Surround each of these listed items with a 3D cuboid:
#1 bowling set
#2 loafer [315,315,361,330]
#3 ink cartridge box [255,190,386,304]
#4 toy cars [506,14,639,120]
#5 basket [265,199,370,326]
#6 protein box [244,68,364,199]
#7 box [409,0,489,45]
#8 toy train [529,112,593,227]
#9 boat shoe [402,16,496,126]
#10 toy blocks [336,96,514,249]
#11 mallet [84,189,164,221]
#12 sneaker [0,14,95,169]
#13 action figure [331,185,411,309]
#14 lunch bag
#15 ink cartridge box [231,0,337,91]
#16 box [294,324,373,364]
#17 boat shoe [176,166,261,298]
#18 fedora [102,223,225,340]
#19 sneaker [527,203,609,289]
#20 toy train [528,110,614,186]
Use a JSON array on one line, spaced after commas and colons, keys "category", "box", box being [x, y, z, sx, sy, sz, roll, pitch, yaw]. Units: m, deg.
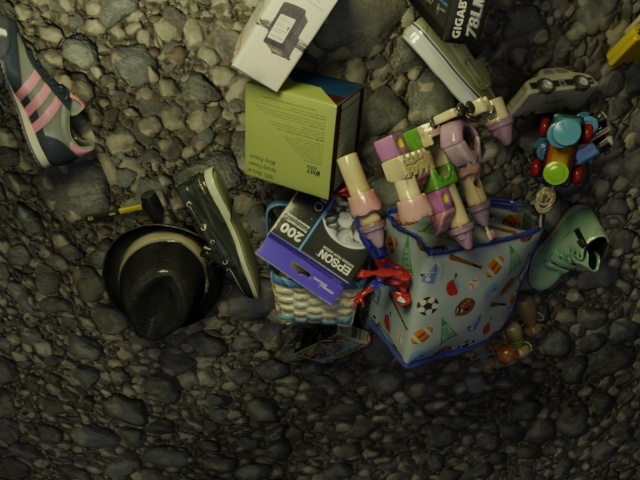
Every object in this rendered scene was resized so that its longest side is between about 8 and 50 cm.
[{"category": "bowling set", "box": [0.460, 0.282, 1.657, 0.287, 0.199, 0.154, -19, 126, 14]}, {"category": "loafer", "box": [0.008, 0.201, 1.644, 0.220, 0.080, 0.078, 35, 117, -24]}, {"category": "ink cartridge box", "box": [0.000, 0.000, 1.364, 0.206, 0.045, 0.208, 34, 84, -2]}, {"category": "toy cars", "box": [0.561, -0.361, 1.285, 0.394, 0.087, 0.176, -26, 158, 16]}, {"category": "basket", "box": [-0.008, 0.048, 1.468, 0.255, 0.201, 0.288, 6, 120, -3]}, {"category": "protein box", "box": [-0.035, -0.222, 1.280, 0.200, 0.136, 0.201, 19, 126, 20]}, {"category": "box", "box": [0.229, -0.512, 1.046, 0.074, 0.295, 0.293, 2, 125, -7]}, {"category": "toy train", "box": [0.483, -0.134, 1.296, 0.105, 0.143, 0.247, 13, 104, 18]}, {"category": "boat shoe", "box": [0.295, -0.340, 1.280, 0.302, 0.109, 0.094, 39, 109, -23]}, {"category": "toy blocks", "box": [0.244, -0.098, 1.203, 0.309, 0.289, 0.259, -19, 92, 45]}, {"category": "mallet", "box": [-0.461, -0.077, 1.466, 0.190, 0.039, 0.062, -5, 124, 6]}, {"category": "sneaker", "box": [-0.556, -0.304, 1.279, 0.131, 0.112, 0.318, -15, 128, -13]}, {"category": "action figure", "box": [0.085, 0.033, 1.303, 0.139, 0.091, 0.280, -34, 95, -16]}, {"category": "lunch bag", "box": [0.327, 0.078, 1.479, 0.386, 0.239, 0.327, -9, 126, -24]}, {"category": "ink cartridge box", "box": [-0.059, -0.419, 1.168, 0.100, 0.172, 0.237, 29, 118, -20]}, {"category": "box", "box": [0.031, 0.272, 1.662, 0.114, 0.036, 0.207, 22, 146, -25]}, {"category": "boat shoe", "box": [-0.235, 0.000, 1.468, 0.113, 0.127, 0.339, -17, 120, 5]}, {"category": "fedora", "box": [-0.390, 0.126, 1.533, 0.335, 0.152, 0.333, -1, 124, -2]}, {"category": "sneaker", "box": [0.595, 0.051, 1.529, 0.094, 0.151, 0.255, 12, 124, -13]}, {"category": "toy train", "box": [0.554, -0.203, 1.387, 0.184, 0.080, 0.105, -34, 101, 22]}]
